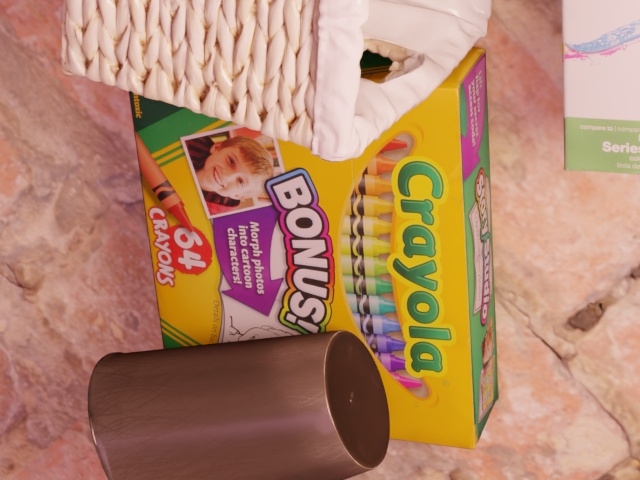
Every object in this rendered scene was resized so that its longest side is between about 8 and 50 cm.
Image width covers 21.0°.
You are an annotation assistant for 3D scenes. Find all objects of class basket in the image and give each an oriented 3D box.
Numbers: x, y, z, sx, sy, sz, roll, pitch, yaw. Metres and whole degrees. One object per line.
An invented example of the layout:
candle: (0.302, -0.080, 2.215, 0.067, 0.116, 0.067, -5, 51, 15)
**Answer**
basket: (-0.064, 0.169, 1.578, 0.227, 0.154, 0.204, -15, 122, 25)
basket: (-0.018, -0.287, 1.349, 0.266, 0.328, 0.331, 16, 120, 18)

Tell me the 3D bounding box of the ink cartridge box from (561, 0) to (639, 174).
ink cartridge box: (0.252, -0.178, 1.386, 0.093, 0.154, 0.212, 4, 115, 22)

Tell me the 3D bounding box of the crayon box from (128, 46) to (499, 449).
crayon box: (0.000, 0.000, 1.610, 0.313, 0.106, 0.363, 5, 117, 21)
